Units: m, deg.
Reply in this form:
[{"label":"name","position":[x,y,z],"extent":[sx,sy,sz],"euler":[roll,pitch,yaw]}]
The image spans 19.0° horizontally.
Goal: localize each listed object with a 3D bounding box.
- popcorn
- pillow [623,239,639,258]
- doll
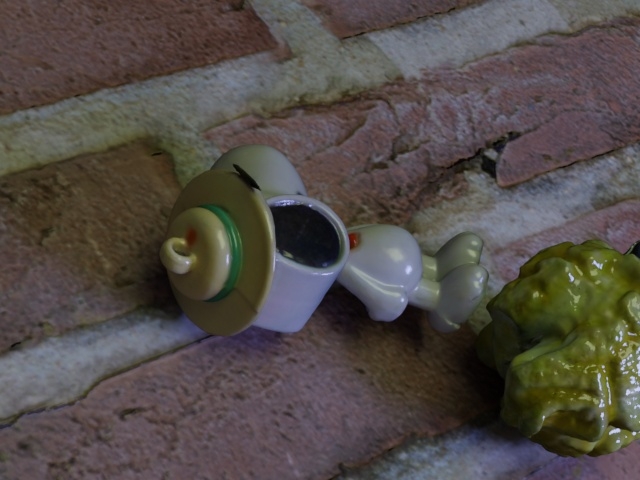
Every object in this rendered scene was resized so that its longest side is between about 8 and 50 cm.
[{"label":"popcorn","position":[0.224,0.094,1.656],"extent":[0.167,0.185,0.187],"euler":[-6,73,-10]},{"label":"pillow","position":[0.328,0.105,1.805],"extent":[0.141,0.055,0.208],"euler":[-29,74,-36]},{"label":"doll","position":[0.007,0.015,1.589],"extent":[0.271,0.144,0.208],"euler":[27,36,-8]}]
